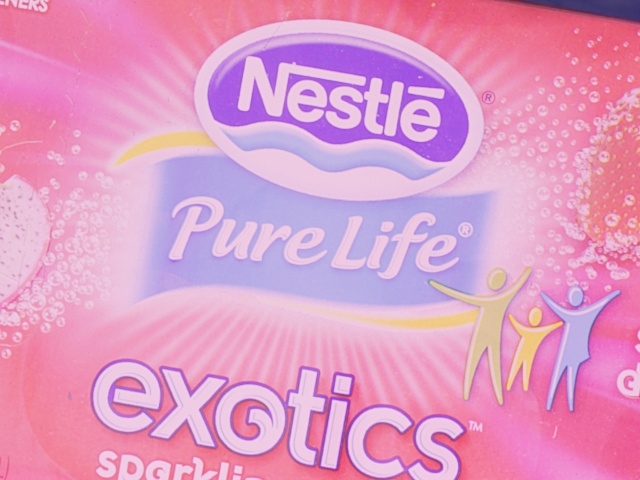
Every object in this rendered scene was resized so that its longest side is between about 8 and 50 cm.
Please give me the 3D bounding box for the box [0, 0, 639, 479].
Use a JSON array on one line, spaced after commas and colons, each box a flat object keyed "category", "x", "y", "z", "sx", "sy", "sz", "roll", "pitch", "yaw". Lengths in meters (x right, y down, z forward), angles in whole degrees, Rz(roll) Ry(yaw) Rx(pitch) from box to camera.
[{"category": "box", "x": 0.000, "y": 0.000, "z": 0.550, "sx": 0.300, "sy": 0.142, "sz": 0.154, "roll": 11, "pitch": 92, "yaw": 2}]
